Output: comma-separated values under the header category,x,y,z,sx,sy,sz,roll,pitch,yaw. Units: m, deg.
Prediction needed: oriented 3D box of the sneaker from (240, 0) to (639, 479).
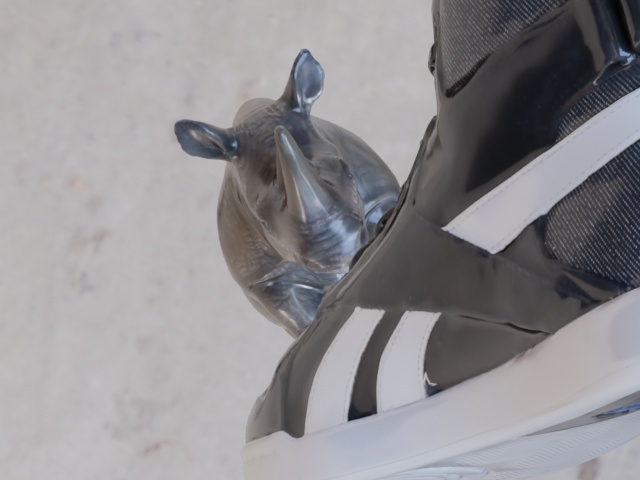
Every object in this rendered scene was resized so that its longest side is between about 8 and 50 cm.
category,x,y,z,sx,sy,sz,roll,pitch,yaw
sneaker,0.043,-0.009,0.465,0.079,0.217,0.121,0,74,-30

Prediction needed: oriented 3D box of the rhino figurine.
category,x,y,z,sx,sy,sz,roll,pitch,yaw
rhino figurine,0.000,0.000,0.714,0.073,0.106,0.243,-25,163,1
